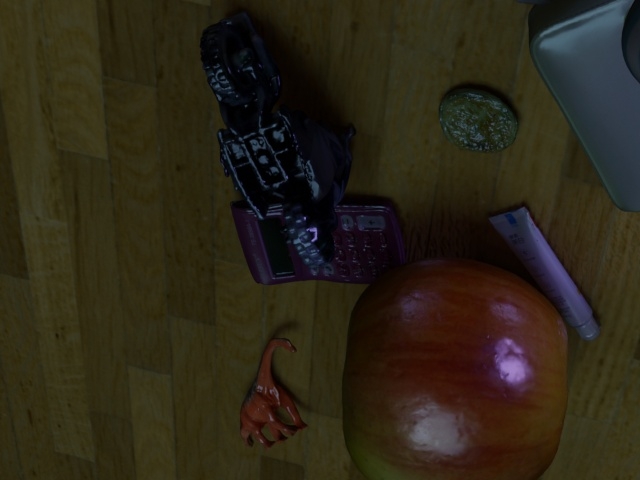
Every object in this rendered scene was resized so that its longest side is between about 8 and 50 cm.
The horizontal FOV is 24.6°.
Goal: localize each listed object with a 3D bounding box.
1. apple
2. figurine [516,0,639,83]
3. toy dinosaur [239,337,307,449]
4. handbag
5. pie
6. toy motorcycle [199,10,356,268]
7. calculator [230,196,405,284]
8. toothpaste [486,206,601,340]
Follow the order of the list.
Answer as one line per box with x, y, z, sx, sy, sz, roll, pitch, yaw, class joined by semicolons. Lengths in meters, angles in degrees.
0.144;0.154;1.565;0.233;0.286;0.286;3;136;6;apple
0.241;-0.297;1.129;0.378;0.266;0.361;40;136;35;figurine
-0.063;0.210;1.870;0.101;0.055;0.279;45;140;8;toy dinosaur
0.326;-0.152;1.333;0.219;0.079;0.256;-20;125;23;handbag
0.158;-0.121;1.467;0.084;0.021;0.084;14;137;14;pie
-0.040;-0.108;1.488;0.106;0.159;0.270;-17;110;23;toy motorcycle
0.000;0.000;1.648;0.191;0.034;0.126;0;133;14;calculator
0.248;0.037;1.589;0.048;0.031;0.190;-17;122;38;toothpaste
